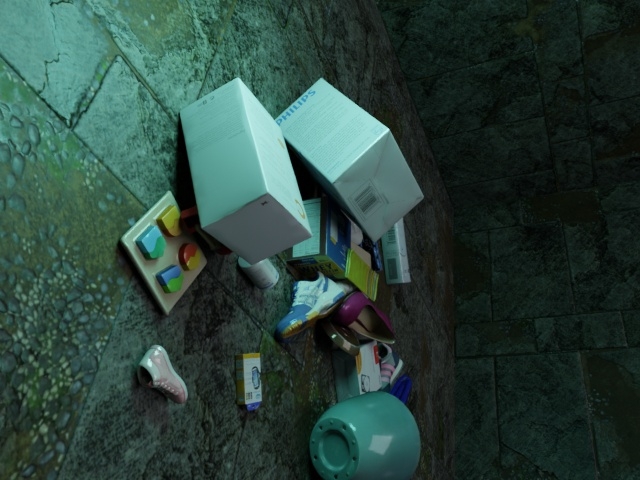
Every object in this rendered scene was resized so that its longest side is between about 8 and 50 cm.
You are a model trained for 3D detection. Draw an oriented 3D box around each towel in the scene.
[{"bbox_3d":[0.253,0.667,2.150,0.227,0.076,0.308,-41,146,-67],"label":"towel"},{"bbox_3d":[0.139,0.116,1.922,0.237,0.021,0.102,43,47,-54],"label":"towel"}]

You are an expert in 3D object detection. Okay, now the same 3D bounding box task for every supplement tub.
[{"bbox_3d":[-0.161,0.074,1.529,0.107,0.071,0.071,58,32,-43],"label":"supplement tub"}]

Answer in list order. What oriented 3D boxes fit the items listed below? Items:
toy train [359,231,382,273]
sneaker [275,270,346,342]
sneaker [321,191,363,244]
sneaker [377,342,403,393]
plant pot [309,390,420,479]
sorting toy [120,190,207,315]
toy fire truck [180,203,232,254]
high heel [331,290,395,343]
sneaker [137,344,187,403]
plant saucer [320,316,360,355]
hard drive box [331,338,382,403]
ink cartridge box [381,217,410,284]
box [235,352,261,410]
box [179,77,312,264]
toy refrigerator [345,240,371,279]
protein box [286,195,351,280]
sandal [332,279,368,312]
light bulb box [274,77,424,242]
[{"bbox_3d":[0.203,0.049,2.389,0.105,0.080,0.184,-13,92,-76],"label":"toy train"},{"bbox_3d":[-0.055,0.192,1.724,0.131,0.112,0.296,43,37,13],"label":"sneaker"},{"bbox_3d":[0.114,-0.090,2.129,0.305,0.152,0.114,61,28,-43],"label":"sneaker"},{"bbox_3d":[0.214,0.517,2.244,0.131,0.112,0.319,52,31,-6],"label":"sneaker"},{"bbox_3d":[0.108,0.600,1.723,0.235,0.293,0.293,12,70,-49],"label":"plant pot"},{"bbox_3d":[-0.315,0.023,1.228,0.208,0.038,0.193,-66,141,-52],"label":"sorting toy"},{"bbox_3d":[-0.248,-0.024,1.333,0.135,0.047,0.192,-102,169,-51],"label":"toy fire truck"},{"bbox_3d":[0.161,0.271,1.952,0.181,0.127,0.377,43,9,18],"label":"high heel"},{"bbox_3d":[-0.311,0.276,1.133,0.134,0.051,0.070,69,27,-19],"label":"sneaker"},{"bbox_3d":[0.071,0.306,1.916,0.168,0.029,0.168,40,10,-9],"label":"plant saucer"},{"bbox_3d":[0.130,0.453,2.051,0.232,0.089,0.181,-4,86,-67],"label":"hard drive box"},{"bbox_3d":[0.392,0.049,2.812,0.385,0.091,0.308,2,80,-66],"label":"ink cartridge box"},{"bbox_3d":[-0.177,0.348,1.448,0.081,0.028,0.136,20,66,-64],"label":"box"},{"bbox_3d":[-0.172,-0.156,1.339,0.215,0.168,0.345,45,23,-55],"label":"box"},{"bbox_3d":[0.090,0.069,2.093,0.269,0.094,0.102,32,54,-59],"label":"toy refrigerator"},{"bbox_3d":[0.000,0.000,1.847,0.200,0.136,0.201,43,43,-56],"label":"protein box"},{"bbox_3d":[0.090,0.164,2.032,0.102,0.169,0.416,45,12,19],"label":"sandal"},{"bbox_3d":[0.086,-0.247,1.816,0.361,0.225,0.358,47,-2,39],"label":"light bulb box"}]
